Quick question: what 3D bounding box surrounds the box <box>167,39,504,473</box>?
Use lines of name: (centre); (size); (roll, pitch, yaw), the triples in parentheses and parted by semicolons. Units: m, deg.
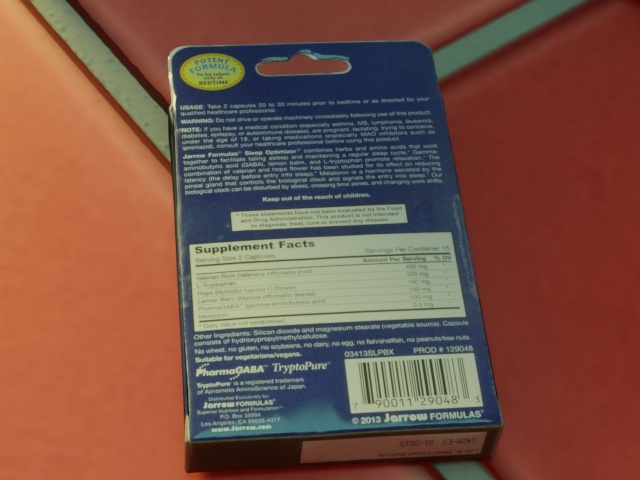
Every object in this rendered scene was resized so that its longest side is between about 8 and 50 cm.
box: (0.000, 0.000, 0.786); (0.137, 0.036, 0.225); (-2, 55, -5)
